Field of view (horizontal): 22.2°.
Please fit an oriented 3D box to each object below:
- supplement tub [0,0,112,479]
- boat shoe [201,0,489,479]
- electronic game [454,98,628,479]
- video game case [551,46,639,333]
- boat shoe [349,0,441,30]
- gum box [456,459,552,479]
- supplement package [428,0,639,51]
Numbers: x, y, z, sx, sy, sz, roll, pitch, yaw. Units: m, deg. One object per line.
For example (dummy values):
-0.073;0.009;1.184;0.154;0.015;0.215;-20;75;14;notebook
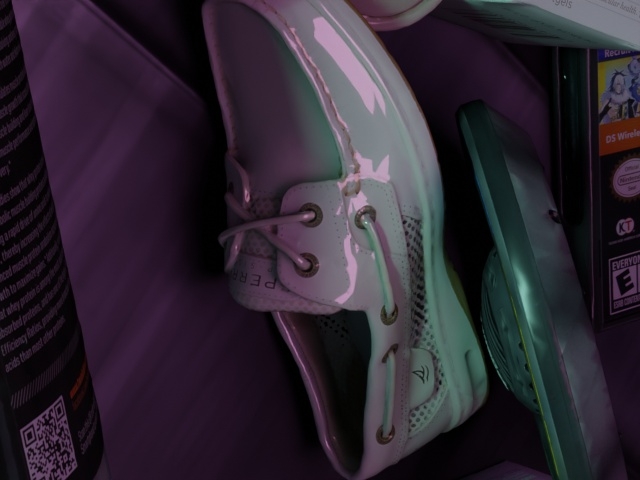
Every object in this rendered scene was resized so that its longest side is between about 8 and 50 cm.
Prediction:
-0.186;-0.011;0.541;0.193;0.193;0.316;-21;112;-35;supplement tub
0.000;0.000;0.760;0.096;0.098;0.277;-39;122;-28;boat shoe
0.104;0.042;0.797;0.048;0.229;0.229;-16;114;4;electronic game
0.244;-0.094;0.986;0.275;0.035;0.248;-14;108;-36;video game case
0.035;-0.267;0.741;0.112;0.095;0.335;0;105;-9;boat shoe
0.079;0.179;0.855;0.188;0.107;0.062;-15;108;-37;gum box
0.112;-0.195;0.809;0.105;0.105;0.179;12;91;-40;supplement package
